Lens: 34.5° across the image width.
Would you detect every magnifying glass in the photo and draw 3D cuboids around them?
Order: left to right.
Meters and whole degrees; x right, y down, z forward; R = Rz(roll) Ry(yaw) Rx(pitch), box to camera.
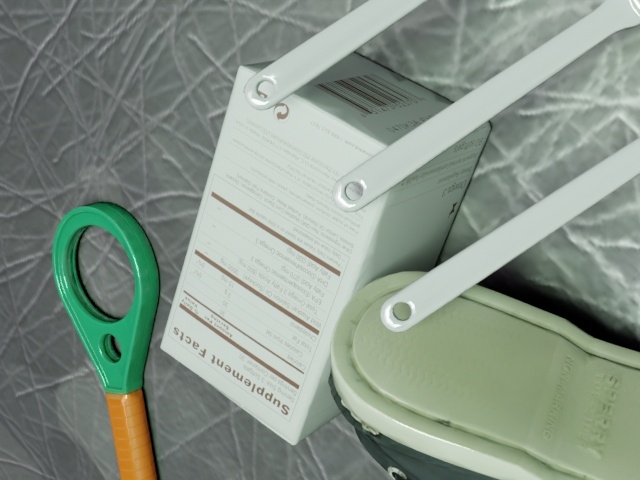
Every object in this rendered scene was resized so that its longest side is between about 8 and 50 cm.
[{"bbox_3d":[-0.147,0.086,0.757,0.092,0.026,0.231,0,101,36],"label":"magnifying glass"}]

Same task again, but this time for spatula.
[{"bbox_3d":[0.096,-0.081,0.463,0.242,0.019,0.168,-33,87,6],"label":"spatula"}]

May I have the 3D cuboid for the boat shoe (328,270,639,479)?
[{"bbox_3d":[0.156,0.135,0.494,0.340,0.127,0.113,22,145,12],"label":"boat shoe"}]

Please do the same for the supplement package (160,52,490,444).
[{"bbox_3d":[0.000,0.000,0.572,0.105,0.105,0.179,32,120,23],"label":"supplement package"}]
